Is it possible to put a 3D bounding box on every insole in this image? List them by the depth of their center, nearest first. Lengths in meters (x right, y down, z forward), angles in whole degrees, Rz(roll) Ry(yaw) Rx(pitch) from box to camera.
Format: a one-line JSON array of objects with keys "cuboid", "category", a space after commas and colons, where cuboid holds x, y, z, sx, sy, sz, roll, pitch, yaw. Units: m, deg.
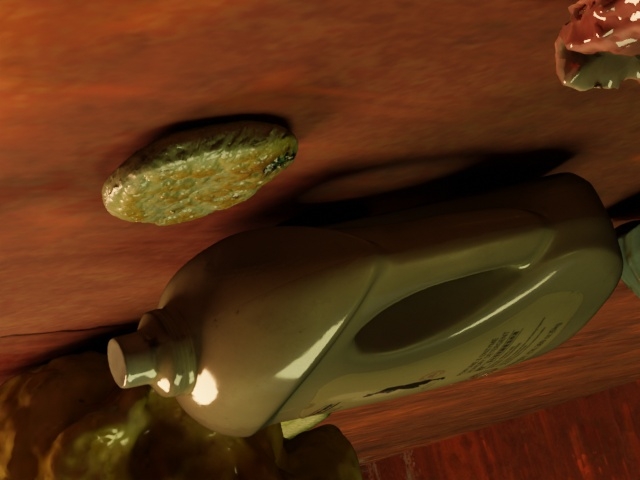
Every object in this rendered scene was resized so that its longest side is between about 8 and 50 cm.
[{"cuboid": [0.000, 0.000, 0.733, 0.045, 0.002, 0.135, -17, 168, 11], "category": "insole"}]

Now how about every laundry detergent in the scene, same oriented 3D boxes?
[{"cuboid": [0.016, 0.035, 0.683, 0.253, 0.091, 0.181, -10, 164, -29], "category": "laundry detergent"}]

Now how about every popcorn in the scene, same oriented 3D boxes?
[{"cuboid": [-0.126, 0.162, 0.878, 0.286, 0.173, 0.225, -8, 152, 10], "category": "popcorn"}]

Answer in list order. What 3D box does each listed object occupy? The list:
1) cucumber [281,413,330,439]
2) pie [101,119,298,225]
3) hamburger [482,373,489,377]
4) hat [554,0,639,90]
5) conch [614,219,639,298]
[{"cuboid": [-0.048, 0.117, 1.054, 0.115, 0.063, 0.244, 1, 163, -23], "category": "cucumber"}, {"cuboid": [-0.048, -0.025, 0.527, 0.085, 0.017, 0.085, -16, 169, -3], "category": "pie"}, {"cuboid": [0.114, 0.044, 0.872, 0.102, 0.087, 0.176, -2, 160, -42], "category": "hamburger"}, {"cuboid": [0.243, -0.077, 0.434, 0.286, 0.107, 0.237, 0, 171, -36], "category": "hat"}, {"cuboid": [0.254, 0.011, 0.876, 0.135, 0.102, 0.153, -5, 175, 33], "category": "conch"}]
